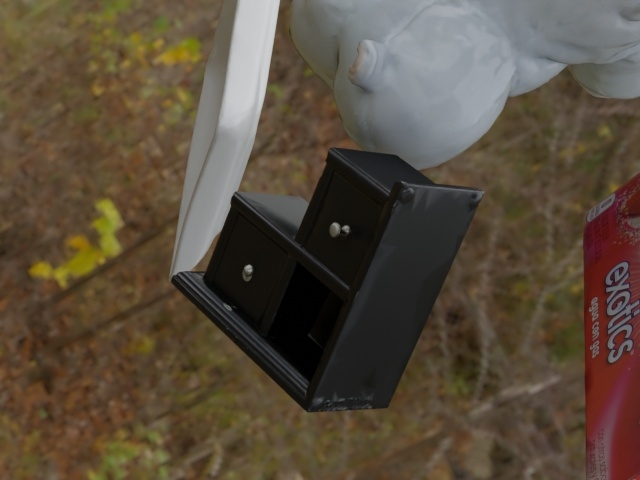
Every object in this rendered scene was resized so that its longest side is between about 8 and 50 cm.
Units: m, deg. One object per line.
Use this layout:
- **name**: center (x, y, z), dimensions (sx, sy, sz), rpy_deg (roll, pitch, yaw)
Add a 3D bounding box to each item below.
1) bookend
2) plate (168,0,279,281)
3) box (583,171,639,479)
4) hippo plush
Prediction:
- **bookend**: center (0.000, 0.000, 1.001), dimensions (0.072, 0.157, 0.156), rpy_deg (3, 28, -44)
- **plate**: center (-0.085, -0.136, 1.510), dimensions (0.045, 0.278, 0.277), rpy_deg (13, 56, -8)
- **box**: center (0.214, 0.055, 0.780), dimensions (0.128, 0.122, 0.257), rpy_deg (42, 28, -16)
- **hippo plush**: center (0.116, -0.129, 1.079), dimensions (0.294, 0.236, 0.234), rpy_deg (53, -3, 35)
